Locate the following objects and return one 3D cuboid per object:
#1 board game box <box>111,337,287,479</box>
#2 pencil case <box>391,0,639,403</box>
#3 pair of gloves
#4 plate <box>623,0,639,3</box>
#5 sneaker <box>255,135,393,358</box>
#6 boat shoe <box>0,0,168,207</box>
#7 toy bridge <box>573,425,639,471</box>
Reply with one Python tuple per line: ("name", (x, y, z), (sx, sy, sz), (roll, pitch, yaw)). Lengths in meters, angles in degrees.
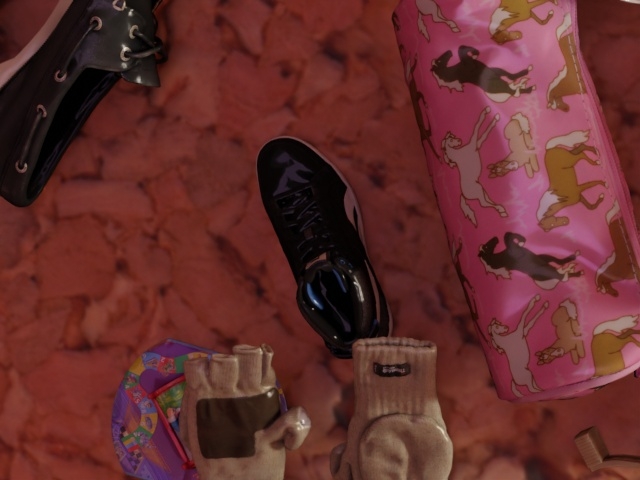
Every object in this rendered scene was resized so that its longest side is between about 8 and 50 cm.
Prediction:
("board game box", (-0.114, 0.166, 1.739), (0.168, 0.033, 0.133), (16, 91, 11))
("pencil case", (0.181, -0.057, 1.628), (0.167, 0.160, 0.386), (-15, 84, -14))
("pair of gloves", (-0.004, 0.173, 1.671), (0.240, 0.042, 0.204), (-5, 117, 10))
("plate", (0.229, -0.267, 1.632), (0.188, 0.188, 0.024), (48, 132, 9))
("sneaker", (0.000, 0.000, 1.678), (0.079, 0.121, 0.217), (-27, 83, 8))
("boat shoe", (-0.197, -0.165, 1.722), (0.340, 0.127, 0.113), (-45, 82, 8))
("toy bridge", (0.313, 0.160, 1.631), (0.188, 0.026, 0.063), (-27, 89, 27))
